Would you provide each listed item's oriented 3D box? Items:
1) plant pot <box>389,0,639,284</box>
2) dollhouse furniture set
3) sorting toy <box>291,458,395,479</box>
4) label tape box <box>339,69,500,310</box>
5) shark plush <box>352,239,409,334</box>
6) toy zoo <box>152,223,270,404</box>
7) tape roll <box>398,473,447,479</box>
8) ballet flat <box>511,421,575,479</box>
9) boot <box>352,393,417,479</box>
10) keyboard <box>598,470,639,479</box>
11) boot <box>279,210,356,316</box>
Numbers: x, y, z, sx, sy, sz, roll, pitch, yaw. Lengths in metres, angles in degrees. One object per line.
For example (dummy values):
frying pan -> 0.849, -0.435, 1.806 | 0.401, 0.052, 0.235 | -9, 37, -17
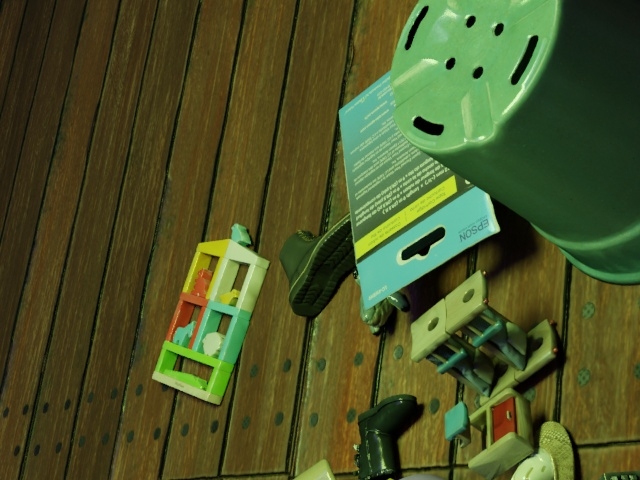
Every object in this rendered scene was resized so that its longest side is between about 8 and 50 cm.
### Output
plant pot -> 0.281, -0.162, 1.540 | 0.341, 0.334, 0.341 | -29, 49, 41
dollhouse furniture set -> 0.199, 0.159, 1.607 | 0.129, 0.129, 0.184 | -43, 25, 30
sorting toy -> 0.001, 0.406, 1.761 | 0.307, 0.041, 0.229 | -37, 55, 16
label tape box -> 0.159, -0.091, 1.853 | 0.249, 0.115, 0.348 | -35, 49, 37
shark plush -> 0.075, 0.056, 1.916 | 0.073, 0.067, 0.161 | -32, 48, 39
toy zoo -> -0.178, 0.114, 2.245 | 0.192, 0.030, 0.293 | 10, 79, 54
tape roll -> 0.127, 0.375, 1.572 | 0.080, 0.189, 0.189 | 17, 85, 55
ballet flat -> 0.253, 0.303, 1.551 | 0.073, 0.067, 0.206 | -26, 52, 45
boot -> 0.089, 0.270, 1.803 | 0.121, 0.045, 0.099 | -36, 45, 44
keyboard -> 0.335, 0.328, 1.413 | 0.023, 0.108, 0.180 | 83, -179, -55
boot -> 0.000, 0.000, 2.044 | 0.198, 0.077, 0.137 | -50, 34, 21
